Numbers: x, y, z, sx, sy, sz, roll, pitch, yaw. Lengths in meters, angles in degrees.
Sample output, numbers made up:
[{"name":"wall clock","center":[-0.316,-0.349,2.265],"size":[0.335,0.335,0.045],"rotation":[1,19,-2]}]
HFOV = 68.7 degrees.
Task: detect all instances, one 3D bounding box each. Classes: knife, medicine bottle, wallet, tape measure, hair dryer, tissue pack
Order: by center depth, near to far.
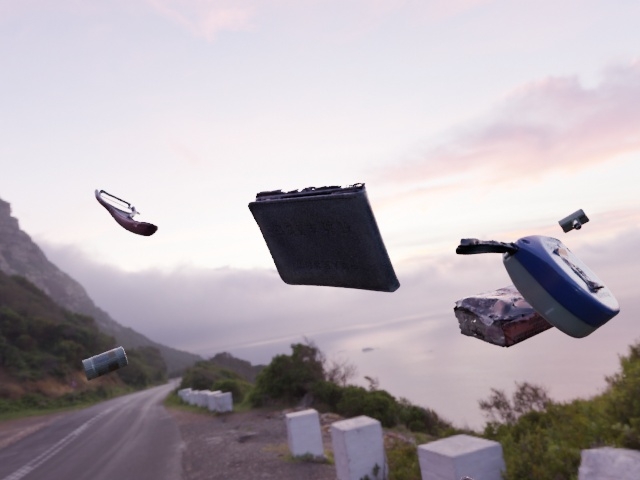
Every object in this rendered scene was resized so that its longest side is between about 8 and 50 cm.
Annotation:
[{"name":"wallet","center":[-0.001,0.001,0.688],"size":[0.222,0.167,0.036],"rotation":[1,33,41]},{"name":"tape measure","center":[0.396,0.069,0.830],"size":[0.351,0.215,0.098],"rotation":[2,-46,-45]},{"name":"medicine bottle","center":[-0.468,0.268,1.020],"size":[0.083,0.047,0.047],"rotation":[-18,-4,-34]},{"name":"knife","center":[-0.437,-0.049,1.091],"size":[0.123,0.053,0.278],"rotation":[24,1,-43]},{"name":"hair dryer","center":[0.593,-0.037,1.095],"size":[0.063,0.038,0.124],"rotation":[-35,-4,28]},{"name":"tissue pack","center":[0.581,0.191,1.341],"size":[0.332,0.123,0.245],"rotation":[-17,2,-15]}]

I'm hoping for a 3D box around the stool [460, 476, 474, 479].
[{"name":"stool","center":[0.589,0.930,1.452],"size":[0.310,0.226,0.310],"rotation":[5,15,2]}]
